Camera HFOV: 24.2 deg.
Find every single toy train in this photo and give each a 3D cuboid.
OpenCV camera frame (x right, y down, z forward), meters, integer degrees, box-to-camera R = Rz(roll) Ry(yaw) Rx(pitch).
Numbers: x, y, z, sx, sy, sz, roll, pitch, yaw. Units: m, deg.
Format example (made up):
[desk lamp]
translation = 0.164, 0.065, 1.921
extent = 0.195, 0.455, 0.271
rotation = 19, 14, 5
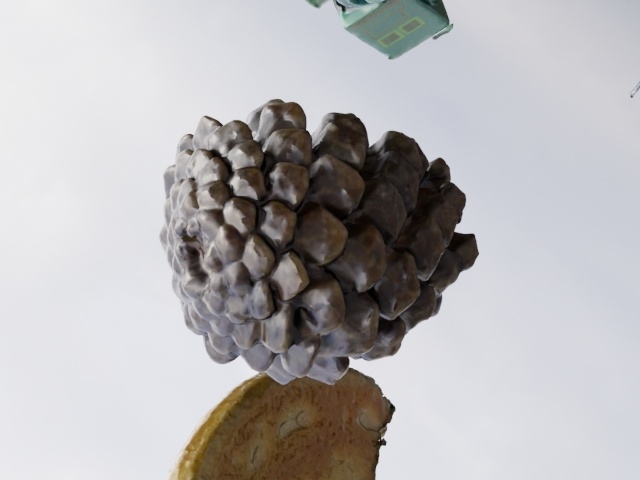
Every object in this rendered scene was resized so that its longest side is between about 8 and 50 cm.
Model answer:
[toy train]
translation = 0.123, -0.292, 1.359
extent = 0.194, 0.298, 0.120
rotation = 21, -136, -58

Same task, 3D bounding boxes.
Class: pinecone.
[pinecone]
translation = -0.003, -0.004, 0.986
extent = 0.205, 0.184, 0.179
rotation = -23, -161, -33

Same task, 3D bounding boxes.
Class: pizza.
[pizza]
translation = -0.025, 0.226, 1.334
extent = 0.289, 0.081, 0.228
rotation = -26, -83, -52

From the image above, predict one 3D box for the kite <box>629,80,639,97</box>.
[kite]
translation = 0.292, -0.120, 1.120
extent = 0.010, 0.160, 0.183
rotation = 10, -141, -23
